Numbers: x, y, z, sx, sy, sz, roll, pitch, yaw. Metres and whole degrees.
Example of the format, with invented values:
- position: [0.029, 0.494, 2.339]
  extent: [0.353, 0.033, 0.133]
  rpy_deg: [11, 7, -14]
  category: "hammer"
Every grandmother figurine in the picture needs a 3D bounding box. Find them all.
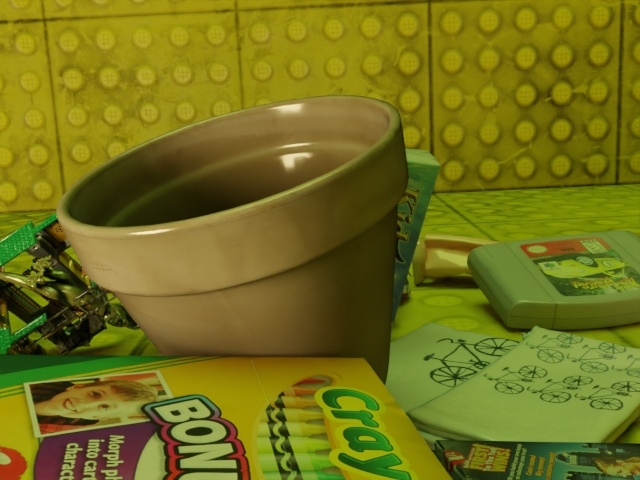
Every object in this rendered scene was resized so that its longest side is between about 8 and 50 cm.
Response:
- position: [0.339, 0.032, 1.252]
  extent: [0.342, 0.104, 0.208]
  rpy_deg: [-3, 19, 15]
  category: "grandmother figurine"

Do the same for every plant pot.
- position: [-0.053, 0.039, 0.704]
  extent: [0.323, 0.280, 0.323]
  rpy_deg: [-12, 23, 5]
  category: "plant pot"

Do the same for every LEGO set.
- position: [-0.278, 0.074, 0.914]
  extent: [0.331, 0.192, 0.255]
  rpy_deg: [-40, 47, -7]
  category: "LEGO set"

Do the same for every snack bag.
- position: [0.182, 0.154, 0.800]
  extent: [0.342, 0.037, 0.323]
  rpy_deg: [7, 15, 41]
  category: "snack bag"

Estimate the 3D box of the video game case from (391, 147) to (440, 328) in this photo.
- position: [0.000, 0.000, 0.912]
  extent: [0.244, 0.269, 0.061]
  rpy_deg: [7, 24, -15]
  category: "video game case"

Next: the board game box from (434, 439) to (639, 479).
- position: [0.164, 0.200, 0.496]
  extent: [0.194, 0.060, 0.194]
  rpy_deg: [1, 11, 23]
  category: "board game box"

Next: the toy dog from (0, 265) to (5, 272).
- position: [-0.550, 0.087, 0.999]
  extent: [0.334, 0.161, 0.220]
  rpy_deg: [8, 15, 43]
  category: "toy dog"

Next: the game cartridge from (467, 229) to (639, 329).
- position: [0.395, 0.059, 1.070]
  extent: [0.294, 0.060, 0.196]
  rpy_deg: [-6, 32, -9]
  category: "game cartridge"

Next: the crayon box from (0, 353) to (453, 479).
- position: [-0.078, 0.177, 0.408]
  extent: [0.313, 0.106, 0.363]
  rpy_deg: [2, 14, -14]
  category: "crayon box"

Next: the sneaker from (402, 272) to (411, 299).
- position: [0.088, 0.042, 1.149]
  extent: [0.121, 0.112, 0.299]
  rpy_deg: [-3, -3, 5]
  category: "sneaker"

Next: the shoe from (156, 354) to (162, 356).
- position: [-0.141, 0.145, 0.864]
  extent: [0.077, 0.058, 0.219]
  rpy_deg: [3, 12, 27]
  category: "shoe"
